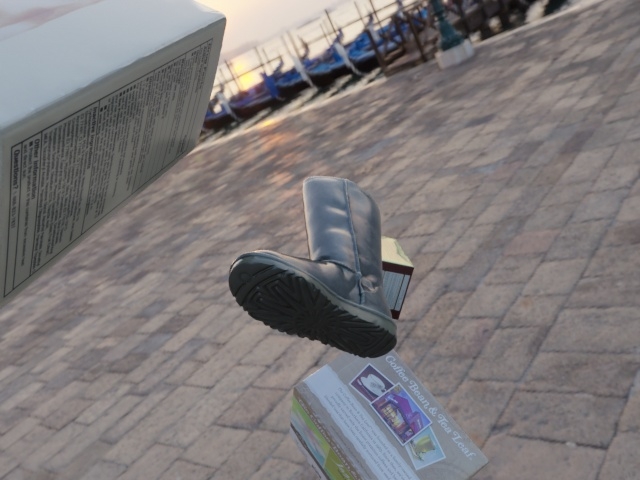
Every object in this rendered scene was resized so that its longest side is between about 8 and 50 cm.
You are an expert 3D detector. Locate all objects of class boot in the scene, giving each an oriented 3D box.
[{"bbox_3d":[-0.002,0.001,0.637,0.076,0.190,0.208,-37,36,33],"label":"boot"}]

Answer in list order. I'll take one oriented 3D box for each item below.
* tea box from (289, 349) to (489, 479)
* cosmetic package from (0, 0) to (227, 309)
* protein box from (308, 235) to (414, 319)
[{"bbox_3d":[0.116,0.419,1.309,0.220,0.329,0.323,-30,-27,-23],"label":"tea box"},{"bbox_3d":[-0.204,-0.101,0.502,0.296,0.129,0.153,-58,-9,-56],"label":"cosmetic package"},{"bbox_3d":[0.084,0.069,1.494,0.201,0.136,0.200,11,17,-10],"label":"protein box"}]
